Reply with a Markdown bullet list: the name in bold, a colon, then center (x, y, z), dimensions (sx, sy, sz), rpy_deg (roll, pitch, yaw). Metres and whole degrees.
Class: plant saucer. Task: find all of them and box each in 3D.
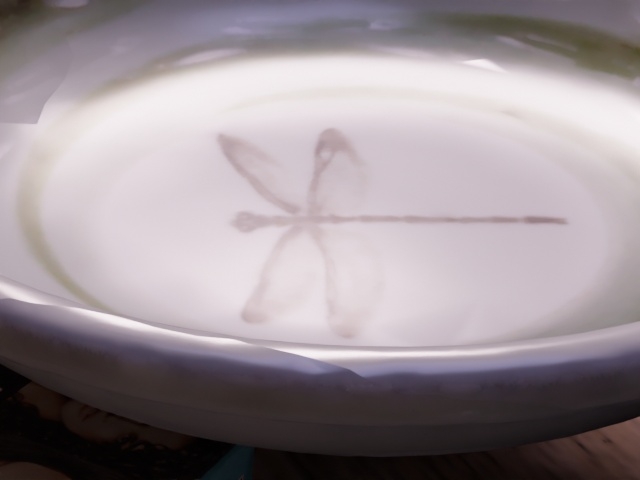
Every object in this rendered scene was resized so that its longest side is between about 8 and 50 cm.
- **plant saucer**: center (0.013, -0.020, 0.710), dimensions (0.401, 0.100, 0.400), rpy_deg (1, 29, -1)

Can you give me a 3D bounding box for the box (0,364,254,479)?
- **box**: center (-0.154, 0.076, 0.679), dimensions (0.244, 0.060, 0.100), rpy_deg (17, 29, 21)
